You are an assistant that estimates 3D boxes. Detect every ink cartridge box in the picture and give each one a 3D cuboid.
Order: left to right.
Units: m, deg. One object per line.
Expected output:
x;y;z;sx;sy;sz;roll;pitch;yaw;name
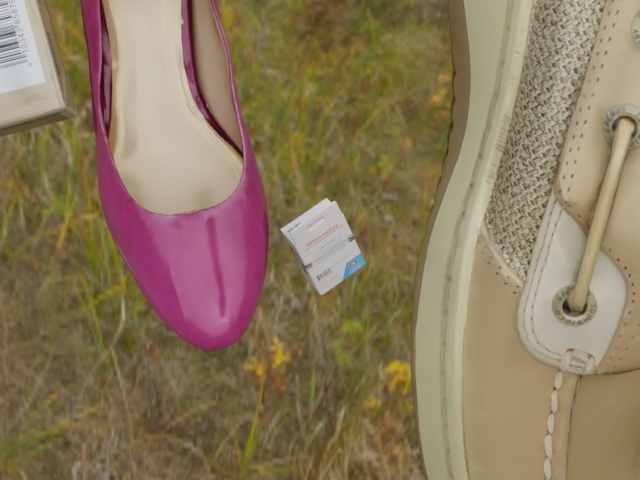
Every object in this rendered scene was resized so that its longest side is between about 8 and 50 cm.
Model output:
-0.372;-0.217;1.393;0.193;0.088;0.234;-16;91;-2;ink cartridge box
0.000;0.000;1.124;0.048;0.083;0.028;-35;47;-9;ink cartridge box

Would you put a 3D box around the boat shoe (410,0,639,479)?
0.107;-0.010;0.464;0.110;0.341;0.122;14;27;33;boat shoe

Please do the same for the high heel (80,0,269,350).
-0.118;-0.113;0.995;0.127;0.181;0.377;-15;73;-7;high heel
